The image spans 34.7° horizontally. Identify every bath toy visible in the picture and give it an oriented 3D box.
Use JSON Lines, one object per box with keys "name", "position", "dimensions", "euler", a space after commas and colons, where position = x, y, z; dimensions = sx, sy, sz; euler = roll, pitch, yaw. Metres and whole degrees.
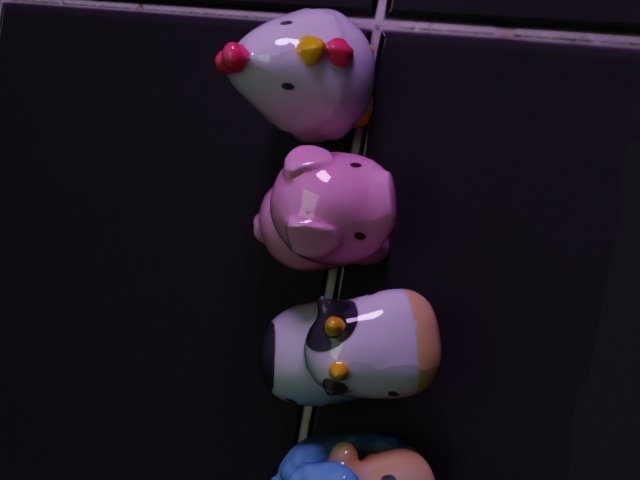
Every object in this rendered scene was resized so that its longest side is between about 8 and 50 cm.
{"name": "bath toy", "position": [0.000, 0.000, 0.700], "dimensions": [0.151, 0.129, 0.348], "euler": [-16, 77, 38]}
